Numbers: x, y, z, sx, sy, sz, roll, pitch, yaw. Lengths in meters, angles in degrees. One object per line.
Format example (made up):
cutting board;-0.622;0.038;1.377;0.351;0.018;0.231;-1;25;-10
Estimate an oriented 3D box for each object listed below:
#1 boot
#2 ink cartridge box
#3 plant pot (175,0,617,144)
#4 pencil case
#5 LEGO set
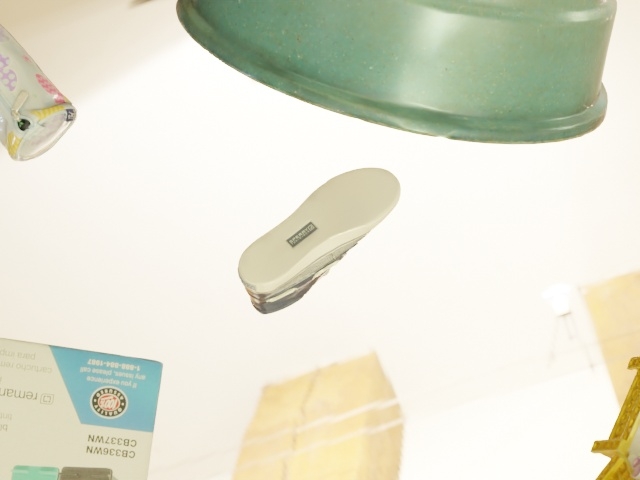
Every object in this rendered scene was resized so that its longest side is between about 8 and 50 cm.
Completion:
boot;0.000;0.000;1.318;0.190;0.069;0.086;-32;156;-10
ink cartridge box;-0.270;0.224;1.090;0.198;0.270;0.197;11;169;-25
plant pot;0.091;-0.292;0.930;0.341;0.334;0.341;11;-155;-5
pencil case;-0.467;-0.237;1.829;0.113;0.273;0.124;-44;169;20
LEGO set;0.297;0.180;1.046;0.132;0.107;0.287;-51;-168;36
